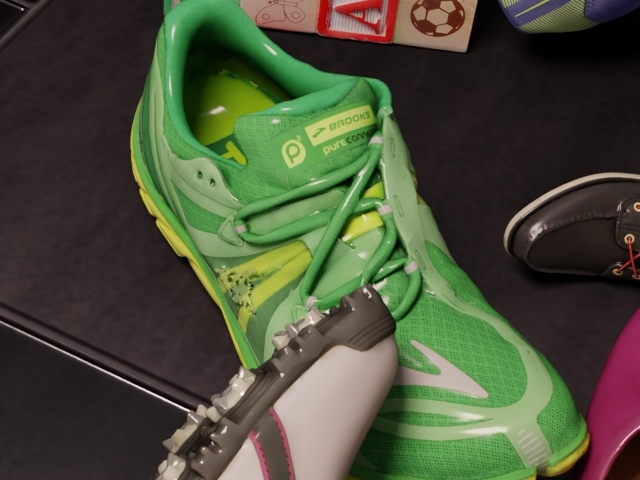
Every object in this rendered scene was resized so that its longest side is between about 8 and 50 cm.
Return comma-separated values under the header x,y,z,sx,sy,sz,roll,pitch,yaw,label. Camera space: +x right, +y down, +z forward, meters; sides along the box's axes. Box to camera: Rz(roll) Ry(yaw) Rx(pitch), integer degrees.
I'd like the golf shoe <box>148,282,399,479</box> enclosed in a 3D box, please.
x,y,z,sx,sy,sz,roll,pitch,yaw,label
-0.035,0.142,0.627,0.120,0.105,0.273,37,67,-3,golf shoe

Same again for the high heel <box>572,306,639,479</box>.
x,y,z,sx,sy,sz,roll,pitch,yaw,label
0.149,0.124,0.599,0.127,0.181,0.377,-6,47,8,high heel

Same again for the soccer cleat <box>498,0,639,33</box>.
x,y,z,sx,sy,sz,roll,pitch,yaw,label
0.167,-0.206,0.976,0.093,0.121,0.289,50,34,-13,soccer cleat

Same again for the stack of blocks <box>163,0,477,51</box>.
x,y,z,sx,sy,sz,roll,pitch,yaw,label
0.012,-0.248,0.999,0.171,0.087,0.297,6,47,-1,stack of blocks

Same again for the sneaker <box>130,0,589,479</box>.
x,y,z,sx,sy,sz,roll,pitch,yaw,label
0.000,0.000,0.744,0.109,0.123,0.295,-28,55,-23,sneaker

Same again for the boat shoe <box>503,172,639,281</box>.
x,y,z,sx,sy,sz,roll,pitch,yaw,label
0.154,-0.004,0.817,0.133,0.049,0.042,-5,40,-17,boat shoe
